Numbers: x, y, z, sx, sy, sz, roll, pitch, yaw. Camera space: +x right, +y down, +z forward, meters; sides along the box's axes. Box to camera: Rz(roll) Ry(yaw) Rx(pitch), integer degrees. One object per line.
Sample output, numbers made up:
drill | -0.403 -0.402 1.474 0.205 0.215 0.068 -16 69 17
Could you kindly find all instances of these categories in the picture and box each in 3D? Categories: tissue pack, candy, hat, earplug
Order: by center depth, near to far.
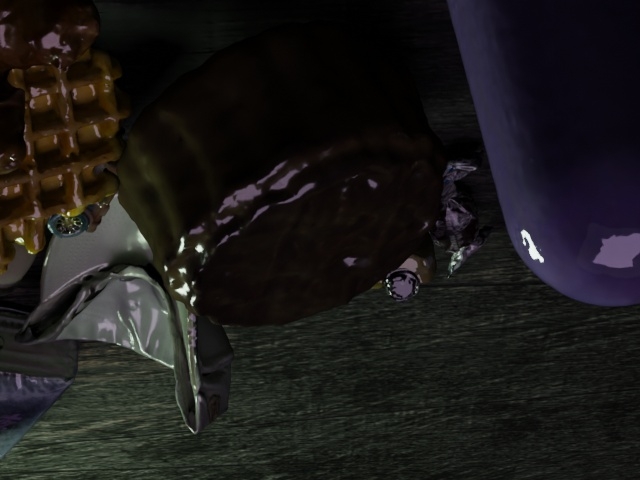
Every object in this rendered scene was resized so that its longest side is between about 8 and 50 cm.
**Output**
earplug | 0.212 -0.158 1.477 0.215 0.456 0.215 -6 150 -3
candy | 0.159 -0.029 2.077 0.094 0.051 0.226 -24 149 -7
hat | -0.200 0.059 2.113 0.258 0.168 0.301 24 129 17
tissue pack | -0.489 0.200 2.322 0.259 0.122 0.361 11 144 -27

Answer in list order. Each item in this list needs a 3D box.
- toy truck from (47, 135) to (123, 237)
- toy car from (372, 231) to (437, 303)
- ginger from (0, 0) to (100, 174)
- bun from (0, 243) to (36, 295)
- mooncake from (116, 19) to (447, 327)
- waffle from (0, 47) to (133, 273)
toy truck | -0.313 -0.107 1.837 0.256 0.108 0.140 20 128 -31
toy car | 0.000 0.000 2.044 0.256 0.101 0.124 -5 120 1
ginger | -0.352 -0.180 1.538 0.357 0.274 0.152 -13 164 12
bun | -0.377 -0.027 1.923 0.173 0.173 0.120 12 109 -26
mooncake | -0.031 -0.056 1.799 0.324 0.187 0.324 -22 154 -12
waffle | -0.330 -0.113 1.728 0.329 0.062 0.329 -10 122 -17
